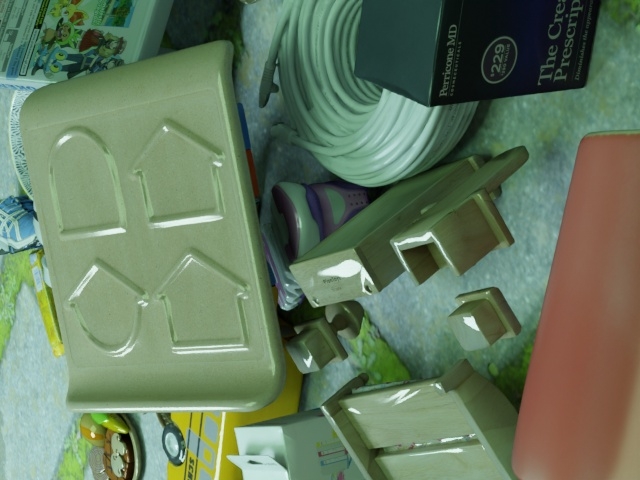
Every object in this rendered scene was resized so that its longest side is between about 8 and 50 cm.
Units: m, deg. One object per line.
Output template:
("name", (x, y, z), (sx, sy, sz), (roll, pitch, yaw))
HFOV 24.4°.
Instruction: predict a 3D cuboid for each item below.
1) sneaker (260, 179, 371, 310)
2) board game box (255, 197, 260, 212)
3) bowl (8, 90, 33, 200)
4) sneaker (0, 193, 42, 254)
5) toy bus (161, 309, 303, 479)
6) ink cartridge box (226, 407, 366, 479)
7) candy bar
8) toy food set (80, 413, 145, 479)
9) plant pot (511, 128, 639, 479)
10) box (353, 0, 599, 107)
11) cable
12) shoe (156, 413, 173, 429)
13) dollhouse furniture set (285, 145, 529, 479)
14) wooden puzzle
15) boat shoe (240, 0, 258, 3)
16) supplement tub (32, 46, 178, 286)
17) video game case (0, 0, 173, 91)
("sneaker", (0.000, 0.000, 1.509), (0.236, 0.104, 0.095), (116, 135, -69))
("board game box", (-0.152, 0.026, 1.672), (0.060, 0.194, 0.194), (35, 110, 45))
("bowl", (-0.338, -0.135, 1.949), (0.170, 0.080, 0.170), (18, 113, 52))
("sneaker", (-0.417, -0.026, 2.083), (0.211, 0.080, 0.081), (-7, 95, 53))
("toy bus", (-0.096, 0.183, 1.662), (0.130, 0.108, 0.333), (33, 123, 46))
("ink cartridge box", (-0.016, 0.226, 1.531), (0.092, 0.143, 0.090), (-13, 87, 55))
("candy bar", (-0.392, 0.088, 2.127), (0.040, 0.018, 0.161), (-26, 76, 50))
("toy food set", (-0.287, 0.283, 2.009), (0.132, 0.038, 0.192), (33, 123, 46))
("plant pot", (0.269, 0.050, 1.019), (0.275, 0.275, 0.243), (4, 93, 54))
("box", (0.138, -0.250, 1.175), (0.103, 0.184, 0.261), (32, 123, 47))
("cable", (0.054, -0.178, 1.385), (0.257, 0.089, 0.257), (41, 126, 44))
("shoe", (-0.179, 0.174, 1.829), (0.076, 0.058, 0.219), (-43, 62, 12))
("dollhouse furniture set", (0.155, 0.118, 1.350), (0.303, 0.174, 0.355), (-18, 107, 55))
("wooden puzzle", (-0.161, -0.005, 1.486), (0.322, 0.080, 0.348), (-7, 91, 43))
("boat shoe", (-0.087, -0.342, 1.574), (0.064, 0.060, 0.178), (-11, 101, 49))
("supplement tub", (-0.240, -0.085, 1.729), (0.191, 0.191, 0.272), (24, 117, 50))
("video game case", (-0.278, -0.320, 1.646), (0.300, 0.036, 0.329), (8, 75, 29))
